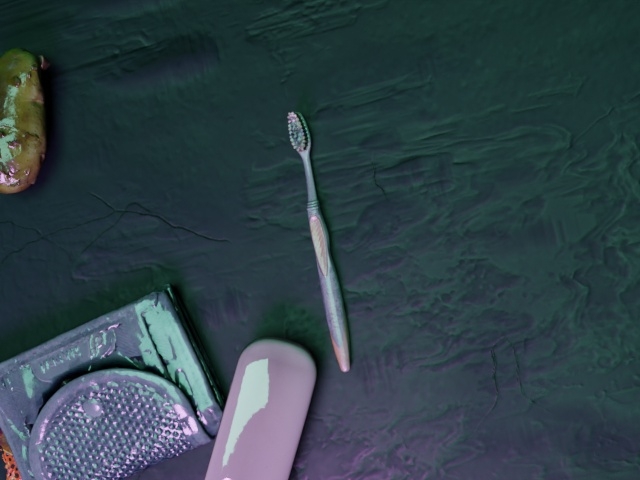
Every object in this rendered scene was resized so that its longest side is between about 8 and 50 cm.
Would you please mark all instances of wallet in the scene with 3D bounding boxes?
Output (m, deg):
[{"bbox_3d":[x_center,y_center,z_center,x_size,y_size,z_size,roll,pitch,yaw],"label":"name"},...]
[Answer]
[{"bbox_3d":[-0.323,0.238,1.128,0.342,0.075,0.237,-25,88,10],"label":"wallet"}]

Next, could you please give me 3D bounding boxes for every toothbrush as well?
[{"bbox_3d":[0.000,0.000,1.083,0.028,0.037,0.375,-12,88,16],"label":"toothbrush"}]

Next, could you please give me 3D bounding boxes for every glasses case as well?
[{"bbox_3d":[-0.088,0.279,1.065,0.113,0.075,0.296,16,91,-5],"label":"glasses case"}]

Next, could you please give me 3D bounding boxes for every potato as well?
[{"bbox_3d":[-0.469,-0.180,1.167,0.117,0.090,0.225,10,92,13],"label":"potato"}]

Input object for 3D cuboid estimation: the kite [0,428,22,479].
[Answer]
[{"bbox_3d":[-0.459,0.287,1.195,0.125,0.008,0.222,-23,84,9],"label":"kite"}]
